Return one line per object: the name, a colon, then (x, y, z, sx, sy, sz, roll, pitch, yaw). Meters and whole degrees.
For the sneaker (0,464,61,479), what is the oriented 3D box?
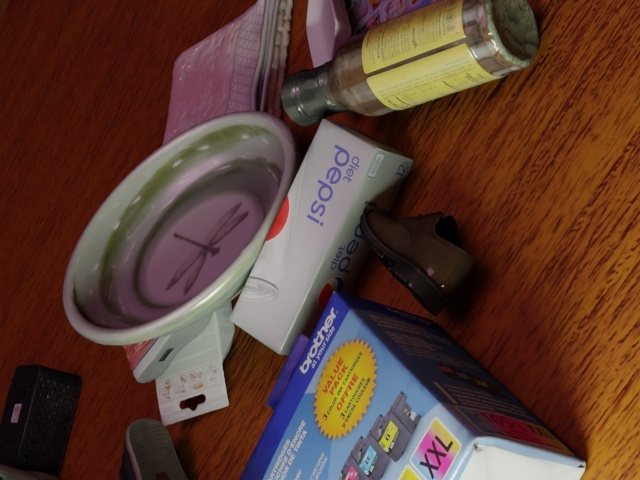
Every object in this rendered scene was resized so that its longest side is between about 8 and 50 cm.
sneaker: (-0.467, 0.445, 2.183, 0.094, 0.151, 0.256, -63, 32, 9)

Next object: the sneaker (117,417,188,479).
sneaker: (-0.230, 0.372, 1.935, 0.118, 0.083, 0.222, 112, 148, -49)

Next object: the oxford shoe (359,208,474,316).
oxford shoe: (0.116, 0.007, 1.586, 0.096, 0.083, 0.227, -44, 30, -1)

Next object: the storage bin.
storage bin: (-0.488, 0.310, 2.364, 0.122, 0.084, 0.180, -10, 65, 56)

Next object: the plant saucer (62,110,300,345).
plant saucer: (-0.174, -0.001, 1.896, 0.400, 0.100, 0.400, -26, 37, 22)

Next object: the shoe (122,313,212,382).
shoe: (-0.226, 0.121, 1.958, 0.178, 0.063, 0.081, -48, 62, 31)

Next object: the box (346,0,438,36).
box: (0.142, -0.331, 1.740, 0.293, 0.057, 0.201, -41, 41, 41)

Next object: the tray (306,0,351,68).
tray: (0.012, -0.297, 1.891, 0.270, 0.030, 0.145, -100, 13, -54)

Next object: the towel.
towel: (-0.160, -0.199, 2.160, 0.317, 0.053, 0.331, -28, 49, 49)

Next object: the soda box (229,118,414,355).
soda box: (0.000, 0.000, 1.716, 0.098, 0.091, 0.286, 32, 102, 34)

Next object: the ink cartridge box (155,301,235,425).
ink cartridge box: (-0.180, 0.165, 1.984, 0.145, 0.045, 0.179, -22, 73, 38)

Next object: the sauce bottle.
sauce bottle: (0.094, -0.212, 1.640, 0.344, 0.111, 0.111, -12, 62, 42)

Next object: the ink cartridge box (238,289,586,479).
ink cartridge box: (0.065, 0.235, 1.451, 0.270, 0.151, 0.395, -64, 29, 11)
